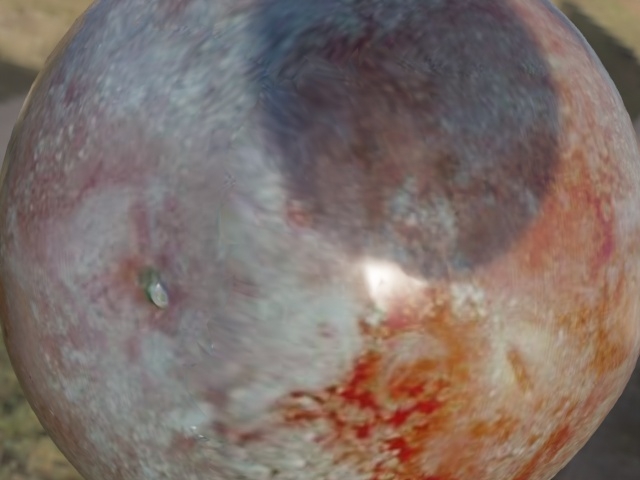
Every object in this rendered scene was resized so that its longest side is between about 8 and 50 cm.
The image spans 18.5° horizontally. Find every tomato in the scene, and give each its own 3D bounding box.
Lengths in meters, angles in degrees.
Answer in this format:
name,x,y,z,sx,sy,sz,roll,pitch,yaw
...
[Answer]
name,x,y,z,sx,sy,sz,roll,pitch,yaw
tomato,0.000,0.000,0.935,0.316,0.317,0.282,24,16,25
